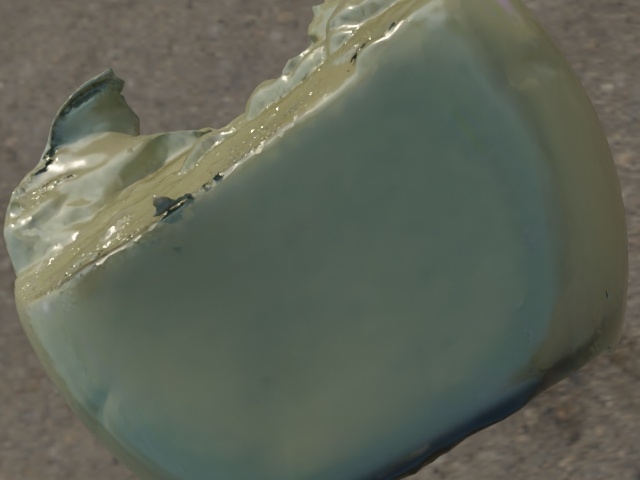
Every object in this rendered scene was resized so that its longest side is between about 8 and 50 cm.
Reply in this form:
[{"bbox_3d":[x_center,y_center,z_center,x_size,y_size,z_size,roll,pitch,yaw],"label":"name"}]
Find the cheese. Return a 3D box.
[{"bbox_3d":[0.000,0.000,0.769,0.266,0.127,0.233,-33,97,6],"label":"cheese"}]
